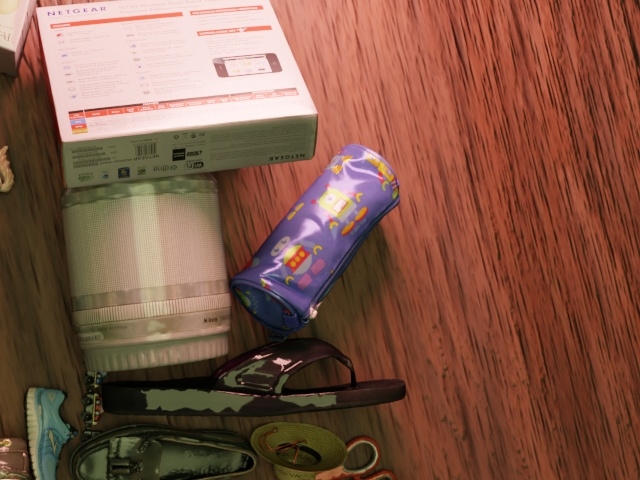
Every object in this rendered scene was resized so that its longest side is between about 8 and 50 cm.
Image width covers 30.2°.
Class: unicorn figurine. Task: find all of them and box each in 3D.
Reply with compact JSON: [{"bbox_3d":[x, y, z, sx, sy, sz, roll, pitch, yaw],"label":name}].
[{"bbox_3d":[-0.507,-0.076,1.666,0.162,0.060,0.111,-18,91,-14],"label":"unicorn figurine"}]

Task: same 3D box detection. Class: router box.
[{"bbox_3d":[-0.202,-0.217,1.622,0.335,0.082,0.301,-8,46,-14],"label":"router box"}]

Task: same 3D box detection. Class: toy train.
[{"bbox_3d":[-0.326,0.239,1.711,0.036,0.027,0.158,3,87,-17],"label":"toy train"}]

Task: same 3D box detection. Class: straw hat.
[{"bbox_3d":[-0.036,0.326,1.745,0.144,0.144,0.061,5,111,-14],"label":"straw hat"}]

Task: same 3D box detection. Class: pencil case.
[{"bbox_3d":[0.000,0.000,1.724,0.133,0.119,0.306,30,64,18],"label":"pencil case"}]

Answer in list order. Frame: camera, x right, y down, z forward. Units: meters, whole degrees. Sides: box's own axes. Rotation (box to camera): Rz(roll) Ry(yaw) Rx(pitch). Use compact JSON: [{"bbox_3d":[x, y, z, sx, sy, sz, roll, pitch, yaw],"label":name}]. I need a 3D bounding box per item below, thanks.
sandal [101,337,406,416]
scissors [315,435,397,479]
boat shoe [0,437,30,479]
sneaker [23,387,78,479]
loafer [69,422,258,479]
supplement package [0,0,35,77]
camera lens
[{"bbox_3d":[-0.087,0.193,1.701,0.445,0.167,0.107,1,88,-13],"label":"sandal"},{"bbox_3d":[-0.029,0.380,1.780,0.297,0.021,0.109,-16,91,-15],"label":"scissors"},{"bbox_3d":[-0.549,0.326,1.615,0.305,0.109,0.091,-4,60,-4],"label":"boat shoe"},{"bbox_3d":[-0.377,0.287,1.678,0.073,0.063,0.162,-5,88,-17],"label":"sneaker"},{"bbox_3d":[-0.218,0.311,1.691,0.267,0.084,0.096,-1,90,-21],"label":"loafer"},{"bbox_3d":[-0.480,-0.387,1.619,0.199,0.198,0.263,14,84,-13],"label":"supplement package"},{"bbox_3d":[-0.240,0.033,1.644,0.219,0.219,0.274,-6,88,-14],"label":"camera lens"}]
